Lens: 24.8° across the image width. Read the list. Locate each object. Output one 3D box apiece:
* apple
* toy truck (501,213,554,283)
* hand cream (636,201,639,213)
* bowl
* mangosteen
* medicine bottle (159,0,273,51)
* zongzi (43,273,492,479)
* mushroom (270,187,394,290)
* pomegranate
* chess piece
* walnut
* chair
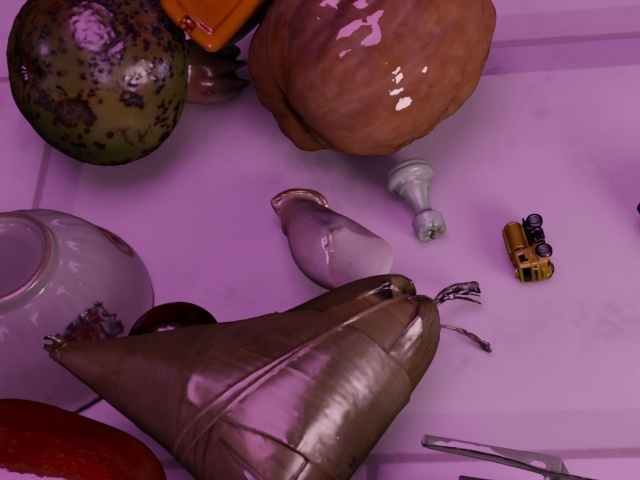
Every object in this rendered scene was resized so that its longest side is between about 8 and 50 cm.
[{"bbox_3d":[-0.332,0.320,1.635,0.316,0.288,0.288,5,55,5],"label":"apple"},{"bbox_3d":[0.269,0.014,1.874,0.054,0.049,0.083,-14,52,2],"label":"toy truck"},{"bbox_3d":[0.507,0.036,1.814,0.120,0.061,0.270,-26,61,-14],"label":"hand cream"},{"bbox_3d":[-0.400,0.065,1.905,0.337,0.157,0.337,-6,53,8],"label":"bowl"},{"bbox_3d":[-0.192,0.134,1.843,0.140,0.140,0.140,-5,54,7],"label":"mangosteen"},{"bbox_3d":[-0.119,-0.352,2.015,0.112,0.222,0.149,44,106,-2],"label":"medicine bottle"},{"bbox_3d":[-0.046,0.103,1.748,0.418,0.181,0.447,35,65,15],"label":"zongzi"},{"bbox_3d":[0.000,0.000,1.896,0.116,0.093,0.225,-6,21,-31],"label":"mushroom"},{"bbox_3d":[-0.264,-0.249,2.068,0.340,0.285,0.285,-5,46,-32],"label":"pomegranate"},{"bbox_3d":[0.132,-0.052,1.944,0.067,0.067,0.103,-19,62,-3],"label":"chess piece"},{"bbox_3d":[0.078,-0.272,1.976,0.306,0.306,0.344,33,71,29],"label":"walnut"},{"bbox_3d":[0.245,0.335,1.562,0.274,0.203,0.191,3,66,23],"label":"chair"}]
